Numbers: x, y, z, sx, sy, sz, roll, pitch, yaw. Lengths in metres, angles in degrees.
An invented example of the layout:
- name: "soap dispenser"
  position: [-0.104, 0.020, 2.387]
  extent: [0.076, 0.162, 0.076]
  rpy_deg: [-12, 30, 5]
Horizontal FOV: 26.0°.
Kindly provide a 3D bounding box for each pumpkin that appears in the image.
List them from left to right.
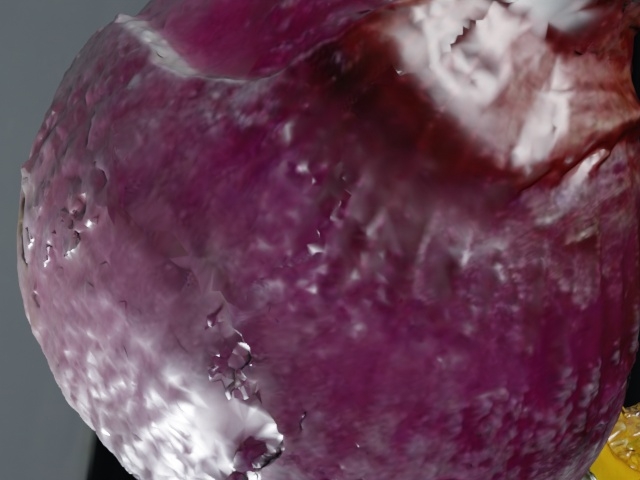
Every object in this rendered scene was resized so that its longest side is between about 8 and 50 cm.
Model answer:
- name: "pumpkin"
  position: [0.277, 0.238, 1.434]
  extent: [0.279, 0.163, 0.111]
  rpy_deg: [13, 142, -35]

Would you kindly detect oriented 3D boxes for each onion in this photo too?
- name: "onion"
  position: [0.000, 0.000, 0.509]
  extent: [0.267, 0.159, 0.348]
  rpy_deg: [38, 143, 9]
